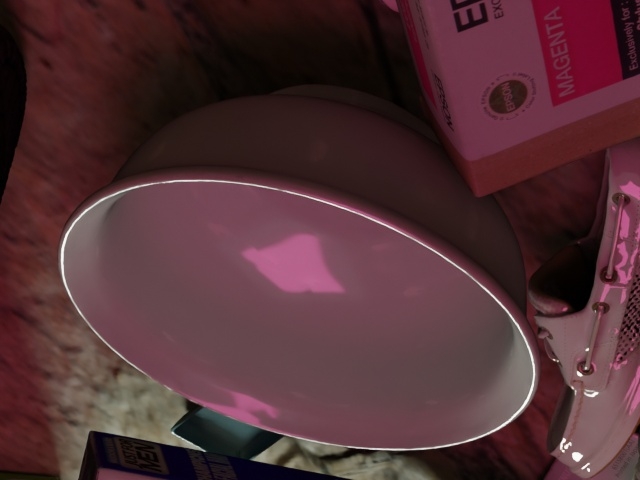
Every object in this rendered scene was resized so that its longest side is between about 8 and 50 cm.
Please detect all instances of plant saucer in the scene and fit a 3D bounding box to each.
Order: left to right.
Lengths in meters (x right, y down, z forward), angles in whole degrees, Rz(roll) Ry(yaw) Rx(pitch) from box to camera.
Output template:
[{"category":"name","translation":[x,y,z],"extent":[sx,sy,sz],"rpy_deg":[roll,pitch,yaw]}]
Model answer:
[{"category":"plant saucer","translation":[-0.027,0.104,1.369],"extent":[0.067,0.018,0.192],"rpy_deg":[32,129,-24]}]

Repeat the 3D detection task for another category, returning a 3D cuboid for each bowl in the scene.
[{"category":"bowl","translation":[0.000,0.000,1.156],"extent":[0.297,0.134,0.298],"rpy_deg":[12,148,8]}]

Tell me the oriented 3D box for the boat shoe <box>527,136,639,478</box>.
[{"category":"boat shoe","translation":[0.180,0.038,1.227],"extent":[0.096,0.098,0.277],"rpy_deg":[12,126,-4]}]

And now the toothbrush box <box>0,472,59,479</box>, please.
[{"category":"toothbrush box","translation":[-0.352,0.284,1.456],"extent":[0.283,0.206,0.122],"rpy_deg":[5,136,3]}]

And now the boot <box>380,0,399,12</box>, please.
[{"category":"boot","translation":[-0.012,-0.197,1.040],"extent":[0.086,0.069,0.190],"rpy_deg":[-6,134,34]}]

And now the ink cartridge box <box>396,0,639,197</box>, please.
[{"category":"ink cartridge box","translation":[0.133,-0.159,0.994],"extent":[0.193,0.088,0.235],"rpy_deg":[-22,133,-2]}]

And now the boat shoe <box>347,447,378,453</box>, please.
[{"category":"boat shoe","translation":[0.063,0.110,1.343],"extent":[0.049,0.056,0.152],"rpy_deg":[31,140,-29]}]

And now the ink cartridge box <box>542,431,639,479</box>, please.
[{"category":"ink cartridge box","translation":[0.267,0.257,1.454],"extent":[0.239,0.060,0.275],"rpy_deg":[32,132,9]}]

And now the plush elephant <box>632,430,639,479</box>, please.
[{"category":"plush elephant","translation":[0.311,0.177,1.162],"extent":[0.271,0.255,0.330],"rpy_deg":[22,128,16]}]

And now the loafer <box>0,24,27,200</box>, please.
[{"category":"loafer","translation":[-0.279,0.000,1.210],"extent":[0.130,0.134,0.366],"rpy_deg":[16,135,-10]}]

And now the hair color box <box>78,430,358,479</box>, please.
[{"category":"hair color box","translation":[-0.024,0.268,1.397],"extent":[0.338,0.110,0.185],"rpy_deg":[12,99,-14]}]
